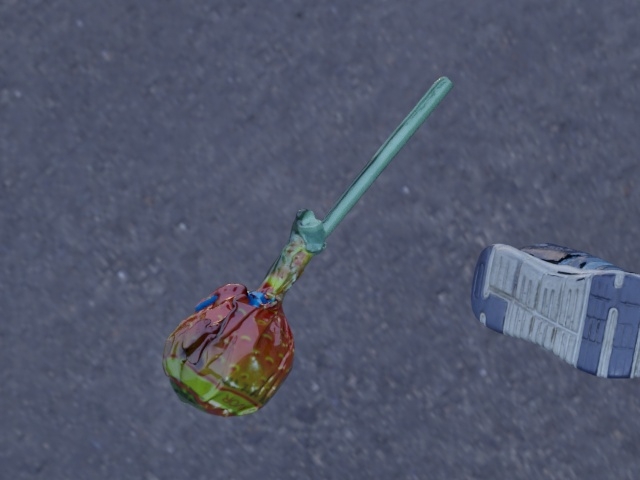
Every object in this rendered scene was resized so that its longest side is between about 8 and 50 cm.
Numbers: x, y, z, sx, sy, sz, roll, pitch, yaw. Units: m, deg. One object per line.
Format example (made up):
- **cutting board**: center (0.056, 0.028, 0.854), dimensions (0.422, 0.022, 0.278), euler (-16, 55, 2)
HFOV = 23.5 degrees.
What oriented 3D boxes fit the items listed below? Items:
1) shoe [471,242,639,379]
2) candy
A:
- **shoe**: center (0.159, 0.038, 0.903), dimensions (0.143, 0.071, 0.064), euler (16, 106, 40)
- **candy**: center (0.000, 0.000, 0.734), dimensions (0.060, 0.060, 0.201), euler (33, 83, 40)
